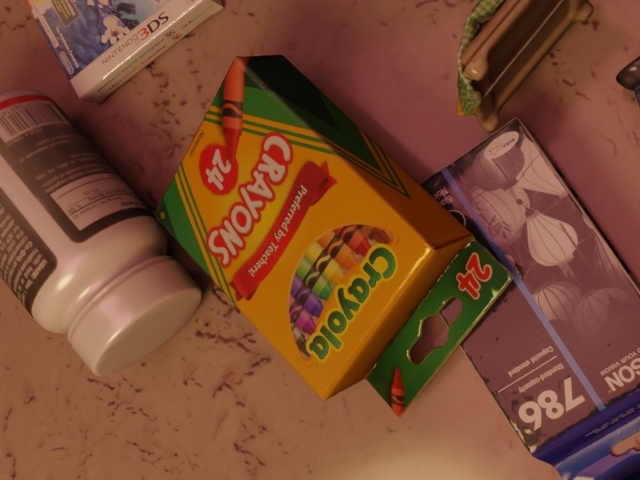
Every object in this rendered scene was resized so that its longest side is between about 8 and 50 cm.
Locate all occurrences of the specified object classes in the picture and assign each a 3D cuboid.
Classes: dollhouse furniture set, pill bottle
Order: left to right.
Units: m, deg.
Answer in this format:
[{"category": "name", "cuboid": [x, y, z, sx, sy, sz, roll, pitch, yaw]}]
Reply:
[{"category": "pill bottle", "cuboid": [-0.263, -0.007, 1.020, 0.161, 0.161, 0.283, -45, 76, 14]}, {"category": "dollhouse furniture set", "cuboid": [0.172, -0.262, 0.821, 0.151, 0.197, 0.301, 41, 93, 14]}]

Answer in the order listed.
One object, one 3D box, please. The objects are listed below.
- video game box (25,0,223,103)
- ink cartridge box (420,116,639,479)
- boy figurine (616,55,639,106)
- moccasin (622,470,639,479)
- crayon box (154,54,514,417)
[{"category": "video game box", "cuboid": [-0.231, -0.285, 1.073, 0.187, 0.048, 0.205, -34, 79, 14]}, {"category": "ink cartridge box", "cuboid": [0.209, 0.068, 0.899, 0.165, 0.065, 0.333, -36, 79, 15]}, {"category": "boy figurine", "cuboid": [0.376, -0.055, 0.823, 0.177, 0.092, 0.285, -35, 79, 16]}, {"category": "moccasin", "cuboid": [0.391, 0.204, 0.810, 0.342, 0.137, 0.117, -35, 82, 31]}, {"category": "crayon box", "cuboid": [0.000, 0.000, 0.921, 0.318, 0.081, 0.202, 45, 122, 21]}]
